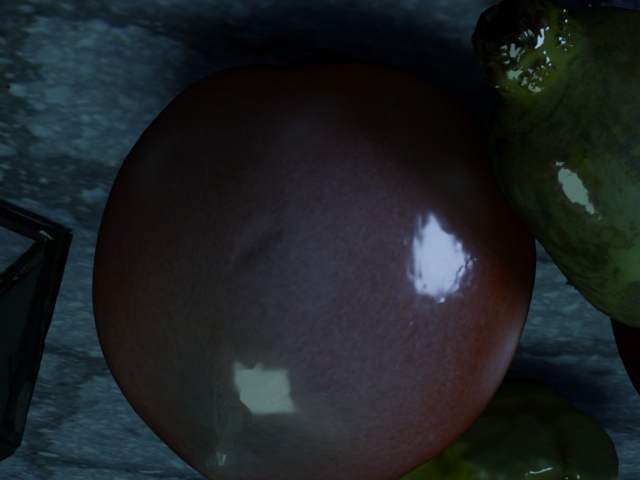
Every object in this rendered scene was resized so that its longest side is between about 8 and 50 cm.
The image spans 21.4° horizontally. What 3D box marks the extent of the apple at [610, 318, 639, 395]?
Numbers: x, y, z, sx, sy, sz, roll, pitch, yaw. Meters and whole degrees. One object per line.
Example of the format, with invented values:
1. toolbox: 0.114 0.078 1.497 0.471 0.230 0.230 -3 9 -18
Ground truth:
1. apple: 0.422 0.072 1.352 0.365 0.295 0.329 31 -178 -32

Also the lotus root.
1. lotus root: 0.198 -0.053 1.136 0.173 0.173 0.309 -8 148 30

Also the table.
1. table: -0.435 0.093 1.541 0.272 0.222 0.335 24 148 -23

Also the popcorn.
1. popcorn: 0.138 0.291 1.658 0.293 0.292 0.334 17 146 -4

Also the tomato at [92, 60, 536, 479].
1. tomato: -0.013 0.032 1.205 0.321 0.322 0.321 7 151 4
